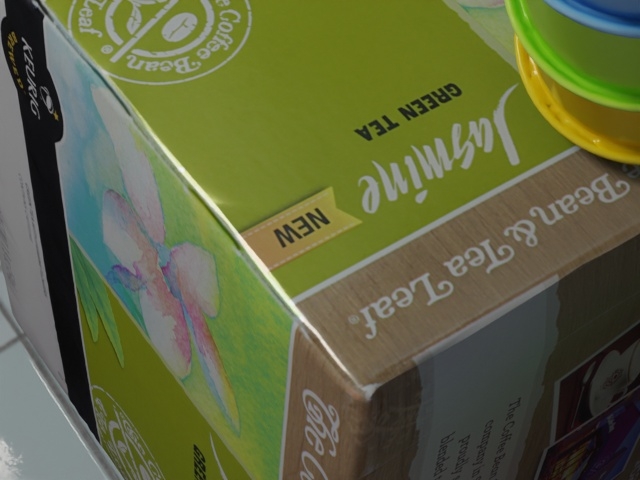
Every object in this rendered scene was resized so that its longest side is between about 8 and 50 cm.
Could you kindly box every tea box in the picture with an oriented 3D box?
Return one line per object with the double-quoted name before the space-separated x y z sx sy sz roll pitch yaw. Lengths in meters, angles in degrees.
"tea box" 0.000 0.000 0.649 0.323 0.220 0.329 48 153 29

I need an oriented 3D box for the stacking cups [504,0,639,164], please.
"stacking cups" 0.074 -0.090 0.315 0.096 0.096 0.316 53 -172 14
